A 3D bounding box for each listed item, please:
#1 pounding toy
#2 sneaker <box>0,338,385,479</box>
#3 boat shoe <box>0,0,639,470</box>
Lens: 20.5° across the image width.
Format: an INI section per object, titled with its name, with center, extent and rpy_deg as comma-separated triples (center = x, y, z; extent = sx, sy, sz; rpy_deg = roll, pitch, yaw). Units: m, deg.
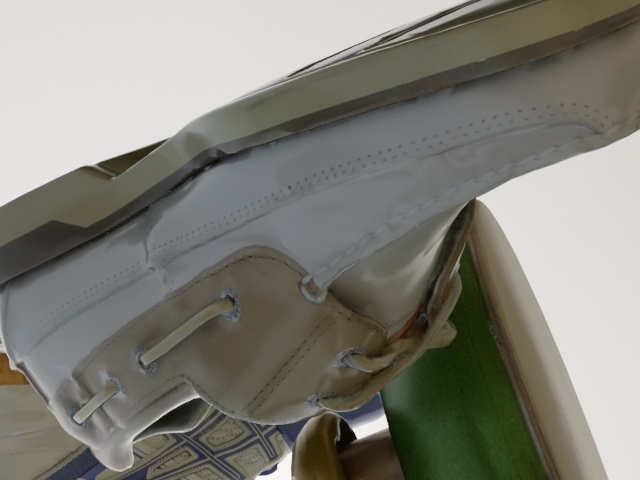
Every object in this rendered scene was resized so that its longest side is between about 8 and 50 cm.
[pounding toy]
center = 0.046, 0.105, 0.645
extent = 0.237, 0.110, 0.183
rpy_deg = -99, -17, -50
[sneaker]
center = -0.083, 0.115, 0.998
extent = 0.296, 0.112, 0.131
rpy_deg = -2, -86, -34
[boat shoe]
center = 0.000, 0.000, 0.559
extent = 0.113, 0.302, 0.103
rpy_deg = -25, -87, -40
